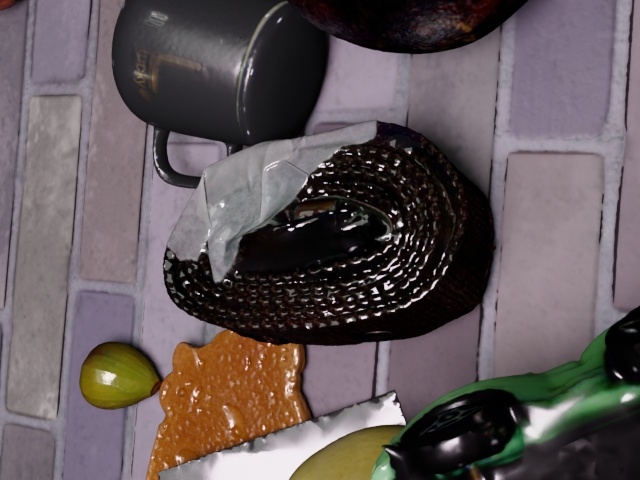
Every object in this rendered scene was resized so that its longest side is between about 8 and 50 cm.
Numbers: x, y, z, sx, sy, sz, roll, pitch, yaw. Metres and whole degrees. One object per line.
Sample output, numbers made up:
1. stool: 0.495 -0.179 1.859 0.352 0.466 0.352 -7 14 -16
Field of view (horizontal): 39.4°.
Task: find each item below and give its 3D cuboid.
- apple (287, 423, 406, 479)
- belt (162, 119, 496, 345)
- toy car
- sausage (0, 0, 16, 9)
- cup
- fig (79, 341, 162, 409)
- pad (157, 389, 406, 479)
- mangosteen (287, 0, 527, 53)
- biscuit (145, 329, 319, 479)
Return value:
1. apple: 0.055 0.249 0.735 0.200 0.200 0.200 -2 86 28
2. belt: 0.000 0.000 0.791 0.289 0.164 0.184 -10 75 23
3. toy car: 0.221 0.153 0.607 0.359 0.176 0.213 -25 93 9
4. sausage: -0.398 -0.403 1.044 0.152 0.152 0.279 13 93 28
5. cup: -0.098 -0.152 0.872 0.177 0.169 0.223 19 111 20
6. fig: -0.214 0.147 0.961 0.088 0.074 0.074 11 92 9
7. pad: 0.014 0.350 0.813 0.248 0.007 0.367 -21 77 4
8. mangosteen: 0.053 -0.288 0.709 0.275 0.302 0.274 -2 85 26
9. biscuit: -0.094 0.183 0.907 0.183 0.043 0.280 37 103 26
